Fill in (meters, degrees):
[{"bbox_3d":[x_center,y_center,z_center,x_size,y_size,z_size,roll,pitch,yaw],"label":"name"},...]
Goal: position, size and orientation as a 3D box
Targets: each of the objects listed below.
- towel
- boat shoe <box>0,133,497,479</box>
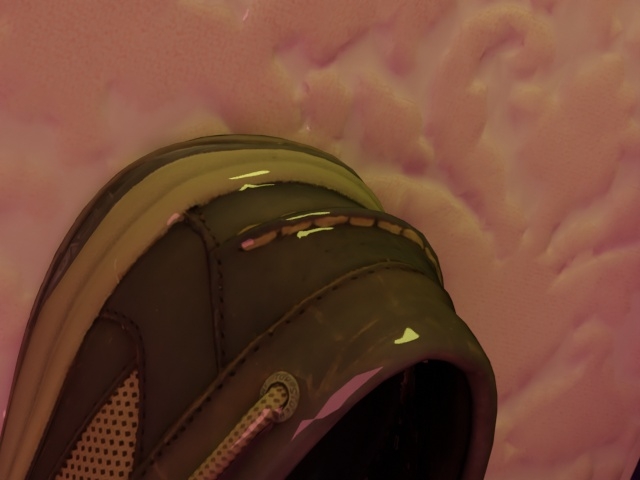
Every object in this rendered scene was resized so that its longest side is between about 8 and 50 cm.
[{"bbox_3d":[0.000,0.000,0.461,0.332,0.053,0.317,14,103,-31],"label":"towel"},{"bbox_3d":[-0.053,0.149,0.384,0.132,0.130,0.355,8,107,-31],"label":"boat shoe"}]
